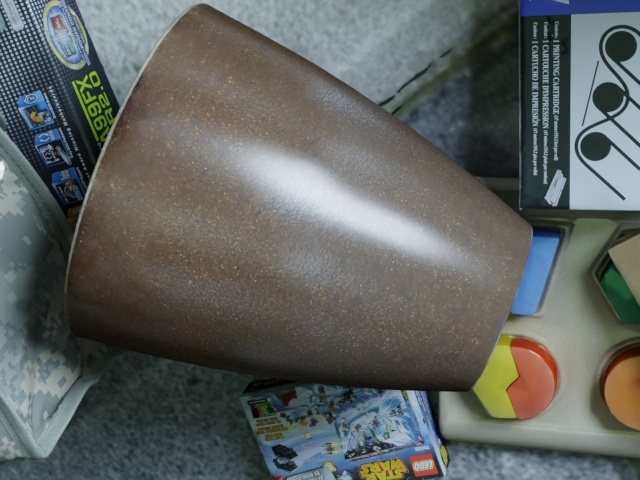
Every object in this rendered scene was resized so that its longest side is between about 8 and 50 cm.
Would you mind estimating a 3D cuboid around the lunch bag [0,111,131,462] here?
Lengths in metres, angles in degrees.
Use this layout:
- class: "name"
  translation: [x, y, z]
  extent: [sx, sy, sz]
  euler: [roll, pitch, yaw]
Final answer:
- class: "lunch bag"
  translation: [-0.303, 0.010, 0.685]
  extent: [0.235, 0.169, 0.287]
  euler: [-17, 111, 24]

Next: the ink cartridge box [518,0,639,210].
- class: "ink cartridge box"
  translation: [0.164, -0.122, 0.602]
  extent: [0.097, 0.046, 0.207]
  euler: [1, 105, 17]

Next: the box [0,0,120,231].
- class: "box"
  translation: [-0.253, -0.078, 0.759]
  extent: [0.216, 0.060, 0.270]
  euler: [-13, 108, 22]

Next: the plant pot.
- class: "plant pot"
  translation: [0.000, 0.000, 0.634]
  extent: [0.230, 0.215, 0.215]
  euler: [22, 117, 3]

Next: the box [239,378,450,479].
- class: "box"
  translation: [0.018, 0.140, 0.784]
  extent: [0.137, 0.027, 0.094]
  euler: [-13, 106, 22]

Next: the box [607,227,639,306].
- class: "box"
  translation: [0.290, 0.029, 0.591]
  extent: [0.201, 0.021, 0.164]
  euler: [-33, 85, 33]

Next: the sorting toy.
- class: "sorting toy"
  translation: [0.171, 0.058, 0.694]
  extent: [0.193, 0.038, 0.208]
  euler: [2, 113, 17]
